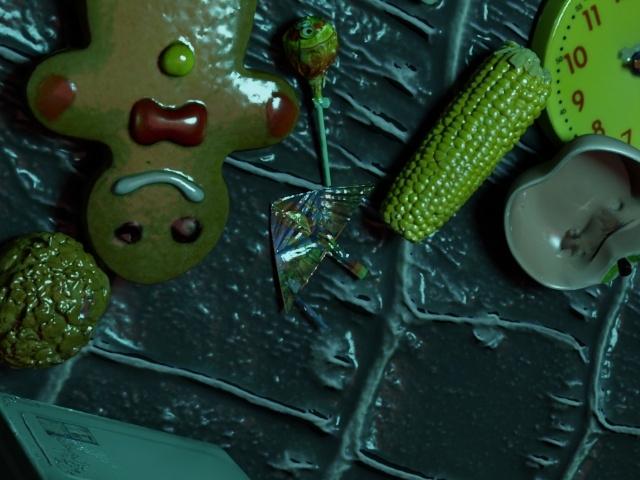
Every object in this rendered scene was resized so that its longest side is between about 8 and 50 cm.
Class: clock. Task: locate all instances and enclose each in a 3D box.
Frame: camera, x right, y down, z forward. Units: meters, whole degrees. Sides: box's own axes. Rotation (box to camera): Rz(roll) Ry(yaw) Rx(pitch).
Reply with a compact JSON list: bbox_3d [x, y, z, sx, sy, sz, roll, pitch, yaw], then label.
[{"bbox_3d":[0.385,-0.215,1.431,0.277,0.071,0.293,-38,119,-10],"label":"clock"}]

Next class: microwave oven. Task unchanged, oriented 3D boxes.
[{"bbox_3d":[-0.217,0.304,1.215,0.295,0.237,0.181,22,97,-35],"label":"microwave oven"}]

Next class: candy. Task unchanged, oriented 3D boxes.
[{"bbox_3d":[-0.003,-0.147,1.283,0.060,0.060,0.201,-20,123,-19],"label":"candy"}]

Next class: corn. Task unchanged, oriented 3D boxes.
[{"bbox_3d":[0.165,-0.111,1.347,0.091,0.091,0.260,40,89,-5],"label":"corn"}]

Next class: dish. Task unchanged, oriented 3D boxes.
[{"bbox_3d":[0.318,-0.046,1.417,0.213,0.090,0.213,0,129,0],"label":"dish"}]

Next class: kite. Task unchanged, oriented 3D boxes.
[{"bbox_3d":[0.000,0.000,1.348,0.160,0.010,0.183,37,85,-27],"label":"kite"}]

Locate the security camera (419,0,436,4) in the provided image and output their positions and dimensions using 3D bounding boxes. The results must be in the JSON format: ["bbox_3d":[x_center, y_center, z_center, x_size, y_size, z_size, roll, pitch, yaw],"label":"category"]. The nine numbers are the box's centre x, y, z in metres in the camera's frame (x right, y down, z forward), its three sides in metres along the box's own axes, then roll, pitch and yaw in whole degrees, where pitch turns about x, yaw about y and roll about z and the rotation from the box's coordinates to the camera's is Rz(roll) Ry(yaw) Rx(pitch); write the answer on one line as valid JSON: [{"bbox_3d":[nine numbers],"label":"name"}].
[{"bbox_3d":[0.104,-0.297,1.285,0.058,0.058,0.092,-50,133,-4],"label":"security camera"}]

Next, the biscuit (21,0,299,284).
[{"bbox_3d":[-0.147,-0.161,1.163,0.283,0.064,0.431,4,102,-20],"label":"biscuit"}]

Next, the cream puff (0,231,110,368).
[{"bbox_3d":[-0.277,0.064,1.178,0.126,0.103,0.144,35,91,-32],"label":"cream puff"}]
